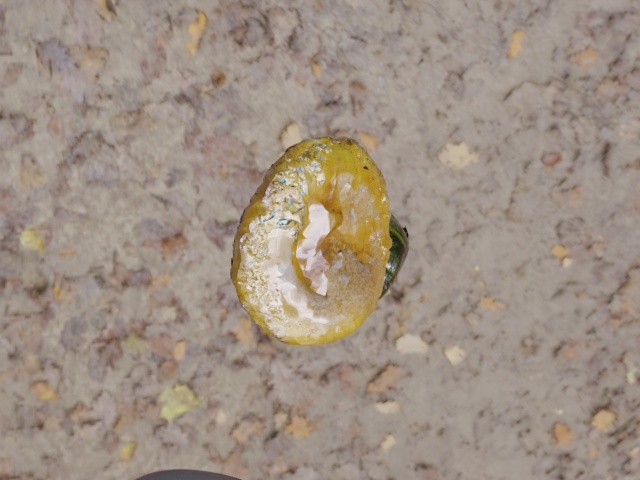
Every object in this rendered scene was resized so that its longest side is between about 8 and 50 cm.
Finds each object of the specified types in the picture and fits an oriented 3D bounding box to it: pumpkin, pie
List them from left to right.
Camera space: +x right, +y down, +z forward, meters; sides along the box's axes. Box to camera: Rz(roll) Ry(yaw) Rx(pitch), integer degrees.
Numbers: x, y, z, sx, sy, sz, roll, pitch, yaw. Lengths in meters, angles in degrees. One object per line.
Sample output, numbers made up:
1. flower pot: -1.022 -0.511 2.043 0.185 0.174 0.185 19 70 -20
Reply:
1. pie: 0.001 0.000 1.161 0.273 0.069 0.274 -4 95 -48
2. pumpkin: 0.061 0.044 1.727 0.159 0.238 0.238 41 101 -14

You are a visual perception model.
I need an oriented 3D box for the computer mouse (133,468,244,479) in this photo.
1. computer mouse: -0.080 0.238 0.508 0.120 0.232 0.057 12 159 0
